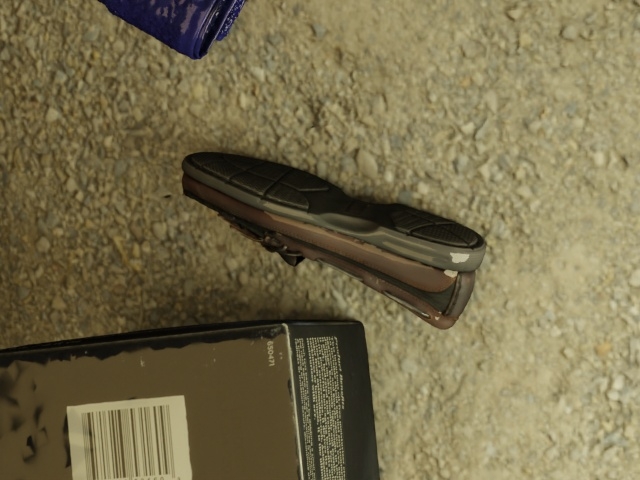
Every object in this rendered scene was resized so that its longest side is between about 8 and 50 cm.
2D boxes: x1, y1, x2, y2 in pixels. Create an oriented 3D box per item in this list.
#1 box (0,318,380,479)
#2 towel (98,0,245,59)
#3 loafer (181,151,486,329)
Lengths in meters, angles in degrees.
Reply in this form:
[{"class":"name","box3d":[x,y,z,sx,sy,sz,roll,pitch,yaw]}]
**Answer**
[{"class":"box","box3d":[-0.123,0.168,1.158,0.296,0.294,0.183,-7,85,13]},{"class":"towel","box3d":[-0.182,-0.339,1.247,0.308,0.076,0.228,31,104,15]},{"class":"loafer","box3d":[0.000,0.000,1.215,0.302,0.109,0.095,18,111,16]}]
